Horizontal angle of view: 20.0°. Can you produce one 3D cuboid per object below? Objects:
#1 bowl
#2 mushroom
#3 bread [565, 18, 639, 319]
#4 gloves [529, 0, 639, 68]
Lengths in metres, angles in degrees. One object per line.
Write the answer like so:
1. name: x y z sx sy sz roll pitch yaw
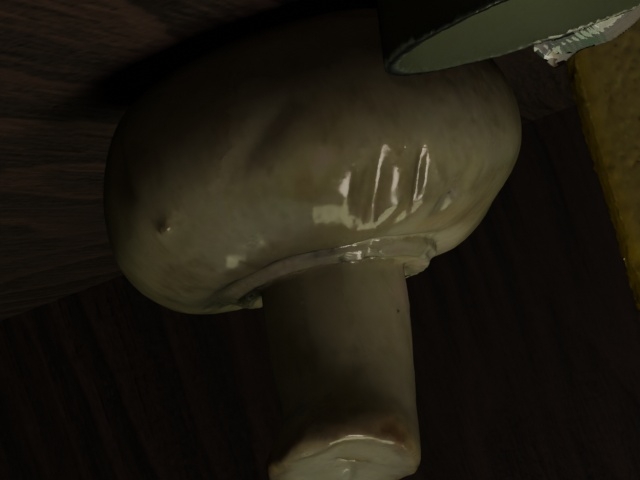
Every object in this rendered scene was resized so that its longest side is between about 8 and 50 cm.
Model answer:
1. bowl: 0.113 -0.168 0.914 0.211 0.112 0.211 -20 176 -2
2. mushroom: -0.020 -0.030 1.291 0.315 0.315 0.356 -22 -154 38
3. bread: 0.323 -0.097 1.393 0.143 0.333 0.324 -17 180 34
4. gloves: 0.189 -0.196 1.056 0.212 0.111 0.127 -51 167 10
